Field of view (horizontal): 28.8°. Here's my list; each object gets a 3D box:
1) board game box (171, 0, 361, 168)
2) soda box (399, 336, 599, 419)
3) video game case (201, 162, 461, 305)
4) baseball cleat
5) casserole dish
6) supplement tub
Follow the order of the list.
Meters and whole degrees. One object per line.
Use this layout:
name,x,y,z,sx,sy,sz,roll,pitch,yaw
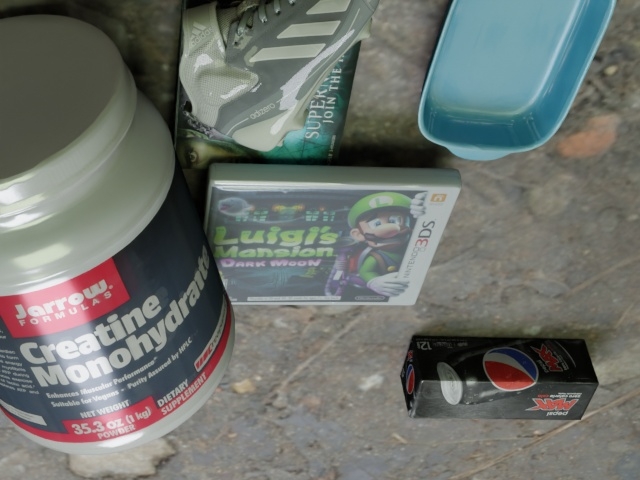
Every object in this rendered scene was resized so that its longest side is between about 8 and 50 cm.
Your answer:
board game box,-0.038,-0.124,0.874,0.126,0.026,0.186,1,135,-10
soda box,0.162,0.126,1.140,0.169,0.053,0.060,2,135,-11
video game case,0.000,0.000,0.987,0.190,0.022,0.173,1,145,-9
baseball cleat,-0.025,-0.142,0.789,0.109,0.072,0.206,21,125,-18
casserole dish,0.133,-0.137,0.880,0.114,0.037,0.188,4,135,-13
supplement tub,-0.177,0.003,0.864,0.191,0.191,0.272,-12,136,3
